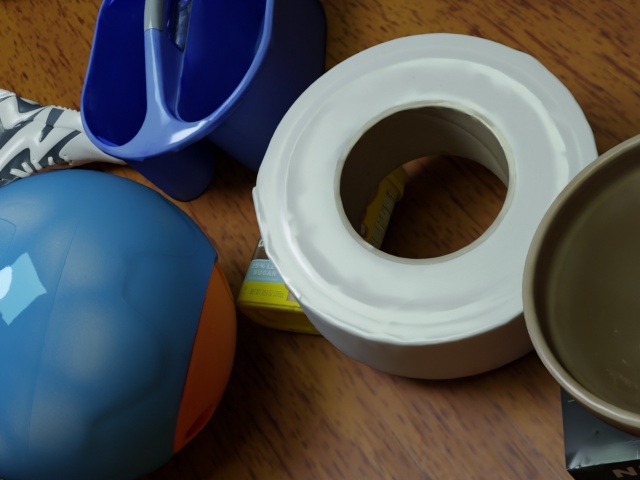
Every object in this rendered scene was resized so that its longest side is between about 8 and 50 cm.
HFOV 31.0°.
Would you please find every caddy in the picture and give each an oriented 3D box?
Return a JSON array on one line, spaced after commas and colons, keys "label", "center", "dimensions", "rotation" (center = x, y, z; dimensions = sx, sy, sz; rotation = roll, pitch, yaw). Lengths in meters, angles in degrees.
[{"label": "caddy", "center": [-0.133, -0.211, 1.251], "dimensions": [0.241, 0.179, 0.341], "rotation": [-14, 53, 25]}]

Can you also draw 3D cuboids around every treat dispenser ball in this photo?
[{"label": "treat dispenser ball", "center": [-0.218, 0.080, 1.034], "dimensions": [0.288, 0.288, 0.288], "rotation": [-17, 52, 24]}]

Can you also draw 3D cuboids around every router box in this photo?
[{"label": "router box", "center": [0.269, 0.104, 0.857], "dimensions": [0.179, 0.046, 0.133], "rotation": [-13, 54, 26]}]

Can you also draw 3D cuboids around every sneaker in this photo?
[{"label": "sneaker", "center": [-0.327, -0.084, 1.364], "dimensions": [0.235, 0.094, 0.153], "rotation": [17, 92, 17]}]

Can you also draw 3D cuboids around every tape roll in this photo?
[{"label": "tape roll", "center": [0.092, -0.030, 0.975], "dimensions": [0.286, 0.100, 0.286], "rotation": [-5, 66, 12]}]

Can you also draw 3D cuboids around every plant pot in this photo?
[{"label": "plant pot", "center": [0.268, 0.040, 0.793], "dimensions": [0.237, 0.110, 0.237], "rotation": [-16, 53, 22]}]

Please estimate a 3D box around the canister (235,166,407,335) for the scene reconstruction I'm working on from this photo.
[{"label": "canister", "center": [0.000, 0.000, 1.091], "dimensions": [0.126, 0.073, 0.170], "rotation": [4, 64, 35]}]
